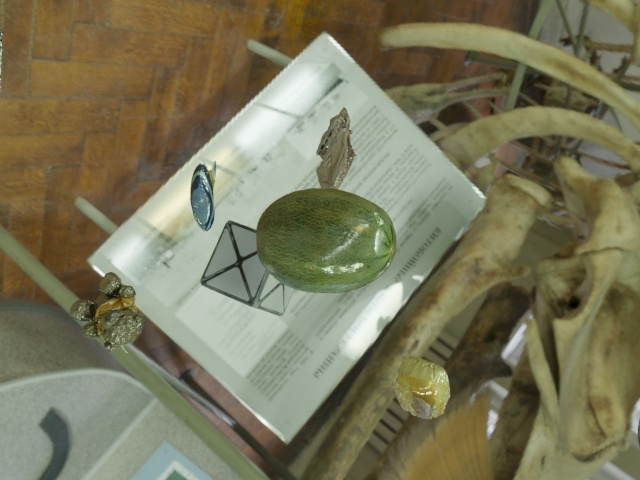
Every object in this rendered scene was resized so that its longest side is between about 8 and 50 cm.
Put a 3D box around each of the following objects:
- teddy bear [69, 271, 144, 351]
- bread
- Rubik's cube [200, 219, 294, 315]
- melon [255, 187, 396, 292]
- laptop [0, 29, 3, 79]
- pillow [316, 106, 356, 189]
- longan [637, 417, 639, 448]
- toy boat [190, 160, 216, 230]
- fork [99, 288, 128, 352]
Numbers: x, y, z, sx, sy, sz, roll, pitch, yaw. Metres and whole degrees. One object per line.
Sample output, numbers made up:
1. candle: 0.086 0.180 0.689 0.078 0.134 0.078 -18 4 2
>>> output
1. teddy bear: -0.542 0.200 1.601 0.177 0.190 0.140 -44 140 0
2. bread: 0.271 0.401 1.622 0.106 0.140 0.236 -63 153 -26
3. Rubik's cube: -0.238 0.105 2.186 0.255 0.259 0.260 -68 154 -8
4. melon: 0.000 0.000 0.655 0.114 0.167 0.114 -3 94 -60
5. laptop: -0.720 -0.327 1.236 0.026 0.153 0.207 -23 118 -80
6. pillow: 0.029 -0.197 1.363 0.049 0.248 0.135 19 126 -20
7. longan: 0.706 0.360 1.079 0.258 0.258 0.258 -38 147 -30
8. toy boat: -0.345 -0.160 1.831 0.291 0.067 0.221 -97 -172 -60
9. fork: -0.642 0.251 1.906 0.028 0.220 0.034 -21 179 -12
